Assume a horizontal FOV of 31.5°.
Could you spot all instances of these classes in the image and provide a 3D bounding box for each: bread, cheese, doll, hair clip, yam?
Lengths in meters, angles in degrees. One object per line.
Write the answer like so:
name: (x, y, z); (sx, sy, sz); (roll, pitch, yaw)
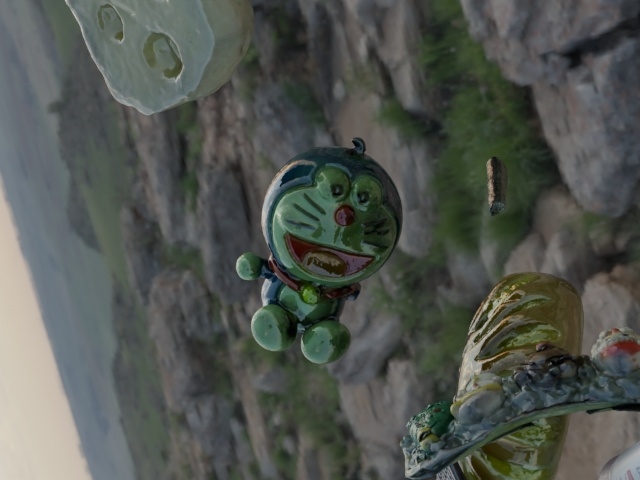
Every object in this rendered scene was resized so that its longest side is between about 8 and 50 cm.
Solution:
bread: (0.271, 0.202, 1.590); (0.333, 0.160, 0.333); (9, -90, -83)
cheese: (-0.236, -0.329, 1.571); (0.318, 0.115, 0.326); (38, 135, 18)
doll: (0.001, 0.000, 1.612); (0.186, 0.198, 0.322); (-99, 32, -65)
hair clip: (0.230, 0.164, 1.241); (0.138, 0.321, 0.091); (-73, -38, -77)
yam: (0.233, -0.067, 1.491); (0.129, 0.027, 0.033); (-78, -29, -57)

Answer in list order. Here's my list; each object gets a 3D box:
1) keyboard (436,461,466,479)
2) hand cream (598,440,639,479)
keyboard: (0.180, 0.366, 1.556); (0.310, 0.018, 0.101); (84, 167, -58)
hand cream: (0.360, 0.236, 1.122); (0.133, 0.083, 0.248); (38, 160, 7)
